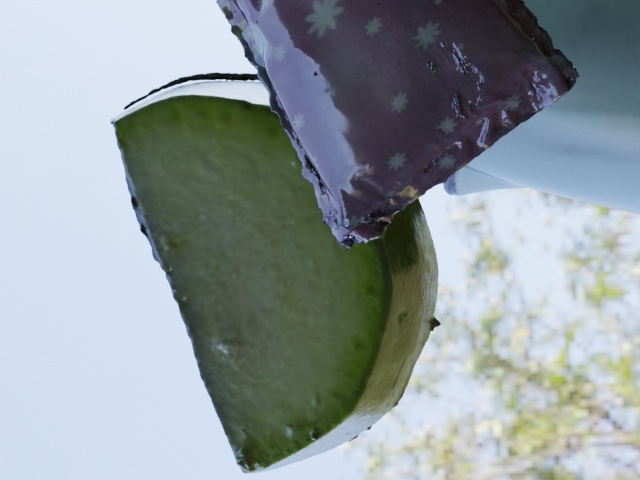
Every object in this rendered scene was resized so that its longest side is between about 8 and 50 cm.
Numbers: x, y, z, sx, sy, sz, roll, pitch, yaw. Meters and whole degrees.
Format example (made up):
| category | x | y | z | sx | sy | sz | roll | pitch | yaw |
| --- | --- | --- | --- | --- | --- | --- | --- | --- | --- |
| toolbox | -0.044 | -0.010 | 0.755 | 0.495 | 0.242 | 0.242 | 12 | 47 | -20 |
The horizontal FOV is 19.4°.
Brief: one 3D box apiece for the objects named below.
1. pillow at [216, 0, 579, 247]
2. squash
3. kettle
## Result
| category | x | y | z | sx | sy | sz | roll | pitch | yaw |
| --- | --- | --- | --- | --- | --- | --- | --- | --- | --- |
| pillow | 0.009 | -0.101 | 0.718 | 0.185 | 0.118 | 0.043 | 59 | -166 | 19 |
| squash | 0.014 | -0.006 | 0.888 | 0.184 | 0.085 | 0.192 | -20 | -91 | -46 |
| kettle | 0.212 | -0.127 | 1.227 | 0.165 | 0.255 | 0.240 | -21 | -59 | -67 |
